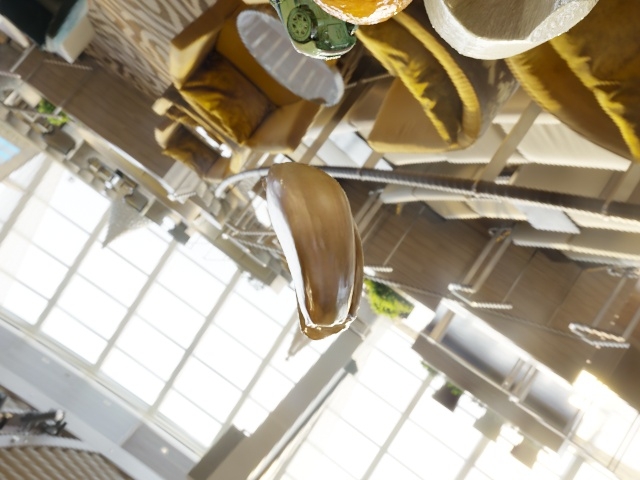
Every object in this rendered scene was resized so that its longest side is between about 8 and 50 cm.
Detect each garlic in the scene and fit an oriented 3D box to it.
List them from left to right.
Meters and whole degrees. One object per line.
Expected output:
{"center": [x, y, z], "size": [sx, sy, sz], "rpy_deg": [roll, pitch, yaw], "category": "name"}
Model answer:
{"center": [0.000, 0.000, 0.708], "size": [0.217, 0.110, 0.228], "rpy_deg": [97, 155, -75], "category": "garlic"}

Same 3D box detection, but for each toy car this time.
{"center": [-0.031, -0.308, 0.627], "size": [0.076, 0.090, 0.224], "rpy_deg": [-9, 103, 42], "category": "toy car"}

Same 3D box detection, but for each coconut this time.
{"center": [0.252, -0.369, 0.741], "size": [0.237, 0.237, 0.266], "rpy_deg": [36, -178, -2], "category": "coconut"}

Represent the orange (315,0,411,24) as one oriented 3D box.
{"center": [0.032, -0.241, 0.447], "size": [0.135, 0.117, 0.136], "rpy_deg": [50, 155, 34], "category": "orange"}
